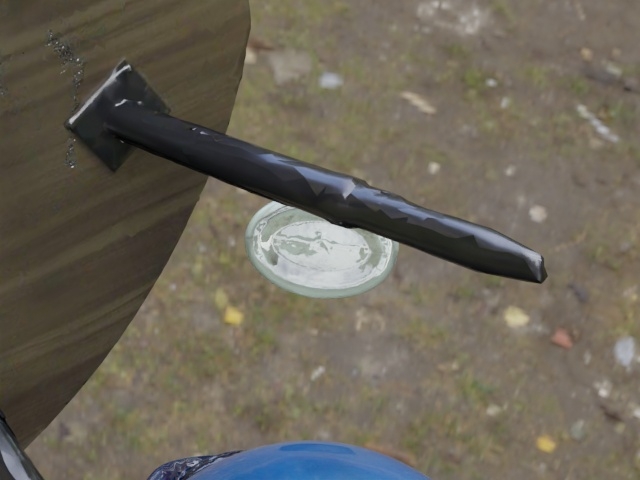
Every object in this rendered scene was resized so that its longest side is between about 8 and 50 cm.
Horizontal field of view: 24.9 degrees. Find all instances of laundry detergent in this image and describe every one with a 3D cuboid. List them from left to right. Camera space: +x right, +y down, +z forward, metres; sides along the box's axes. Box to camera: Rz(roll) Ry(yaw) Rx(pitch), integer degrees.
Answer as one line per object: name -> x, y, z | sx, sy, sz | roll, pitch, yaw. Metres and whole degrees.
laundry detergent -> 0.000, 0.000, 1.024 | 0.099, 0.070, 0.226 | -1, 2, -1

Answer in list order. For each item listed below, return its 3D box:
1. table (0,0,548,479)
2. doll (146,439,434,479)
table -> -0.097, 0.060, 0.589 | 0.317, 0.317, 0.249 | -24, 44, -28
doll -> 0.029, 0.221, 0.722 | 0.310, 0.240, 0.284 | 6, 34, -31
